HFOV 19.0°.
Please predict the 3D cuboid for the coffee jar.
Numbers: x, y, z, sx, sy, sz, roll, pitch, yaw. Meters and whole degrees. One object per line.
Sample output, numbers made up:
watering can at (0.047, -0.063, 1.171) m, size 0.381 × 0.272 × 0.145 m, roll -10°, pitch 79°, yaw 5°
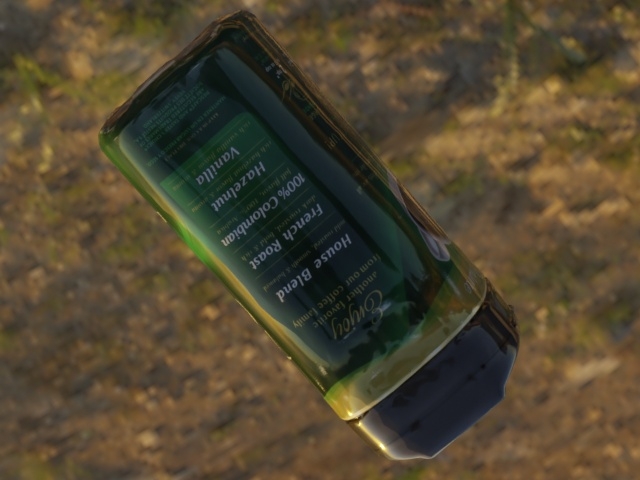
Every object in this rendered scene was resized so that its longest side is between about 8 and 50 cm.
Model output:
coffee jar at (0.000, 0.000, 0.755) m, size 0.079 × 0.184 × 0.096 m, roll -41°, pitch -175°, yaw 10°
